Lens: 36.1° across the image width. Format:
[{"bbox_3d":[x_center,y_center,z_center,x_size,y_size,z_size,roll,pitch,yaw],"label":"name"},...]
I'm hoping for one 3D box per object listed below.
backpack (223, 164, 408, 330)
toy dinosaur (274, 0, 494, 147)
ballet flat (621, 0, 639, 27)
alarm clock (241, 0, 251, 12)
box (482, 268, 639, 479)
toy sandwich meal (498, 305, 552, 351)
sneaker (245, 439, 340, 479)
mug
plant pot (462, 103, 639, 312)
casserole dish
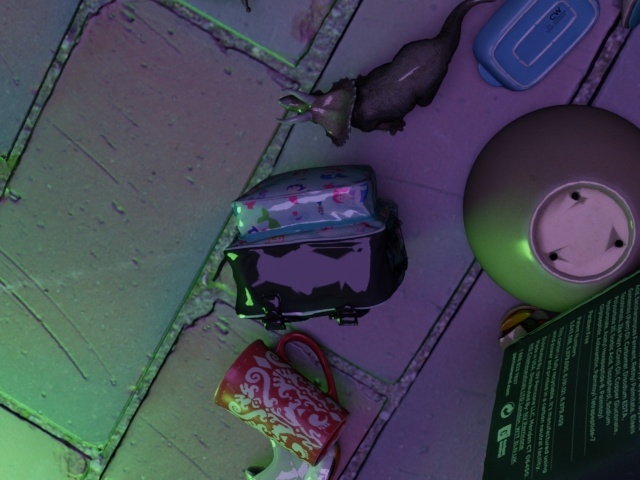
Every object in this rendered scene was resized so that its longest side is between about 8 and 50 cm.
[{"bbox_3d":[0.000,0.000,1.285,0.225,0.253,0.191,-7,96,13],"label":"backpack"},{"bbox_3d":[0.106,-0.204,1.275,0.313,0.160,0.121,-25,97,13],"label":"toy dinosaur"},{"bbox_3d":[0.421,-0.354,1.251,0.052,0.057,0.168,44,126,29],"label":"ballet flat"},{"bbox_3d":[-0.148,-0.403,1.322,0.192,0.064,0.129,33,104,-1],"label":"alarm clock"},{"bbox_3d":[0.521,0.251,1.101,0.480,0.297,0.472,39,130,-14],"label":"box"},{"bbox_3d":[0.287,0.131,1.375,0.085,0.029,0.086,5,112,12],"label":"toy sandwich meal"},{"bbox_3d":[-0.069,0.398,1.461,0.121,0.099,0.262,25,96,10],"label":"sneaker"},{"bbox_3d":[-0.041,0.218,1.387,0.169,0.113,0.150,35,96,14],"label":"mug"},{"bbox_3d":[0.325,-0.027,1.262,0.284,0.191,0.284,2,101,9],"label":"plant pot"},{"bbox_3d":[0.286,-0.273,1.278,0.114,0.037,0.188,38,104,-25],"label":"casserole dish"}]
